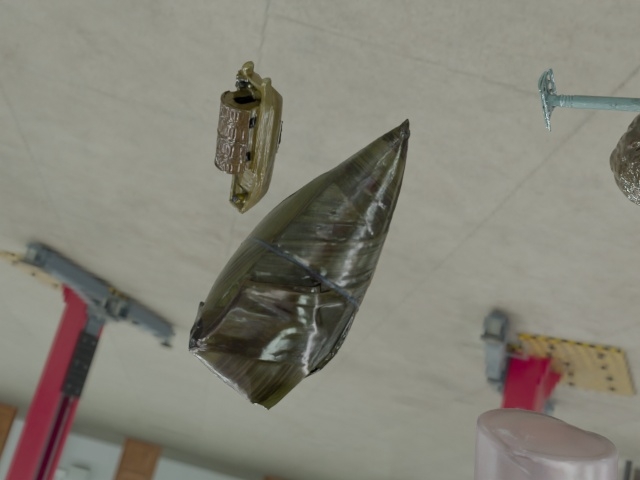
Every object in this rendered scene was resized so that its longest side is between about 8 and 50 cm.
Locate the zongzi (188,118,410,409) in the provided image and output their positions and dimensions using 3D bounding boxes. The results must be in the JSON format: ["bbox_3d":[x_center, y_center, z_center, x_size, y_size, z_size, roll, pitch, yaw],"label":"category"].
[{"bbox_3d":[0.000,0.000,1.007,0.138,0.300,0.286,32,-172,-4],"label":"zongzi"}]

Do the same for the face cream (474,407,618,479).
[{"bbox_3d":[0.156,0.259,0.710,0.107,0.269,0.073,12,-161,42],"label":"face cream"}]

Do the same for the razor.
[{"bbox_3d":[0.515,-0.249,1.790,0.232,0.068,0.106,7,149,27],"label":"razor"}]

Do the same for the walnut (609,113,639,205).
[{"bbox_3d":[0.485,-0.105,1.250,0.178,0.178,0.230,25,179,-30],"label":"walnut"}]

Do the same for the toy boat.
[{"bbox_3d":[-0.104,-0.135,1.357,0.068,0.088,0.226,43,137,34],"label":"toy boat"}]
